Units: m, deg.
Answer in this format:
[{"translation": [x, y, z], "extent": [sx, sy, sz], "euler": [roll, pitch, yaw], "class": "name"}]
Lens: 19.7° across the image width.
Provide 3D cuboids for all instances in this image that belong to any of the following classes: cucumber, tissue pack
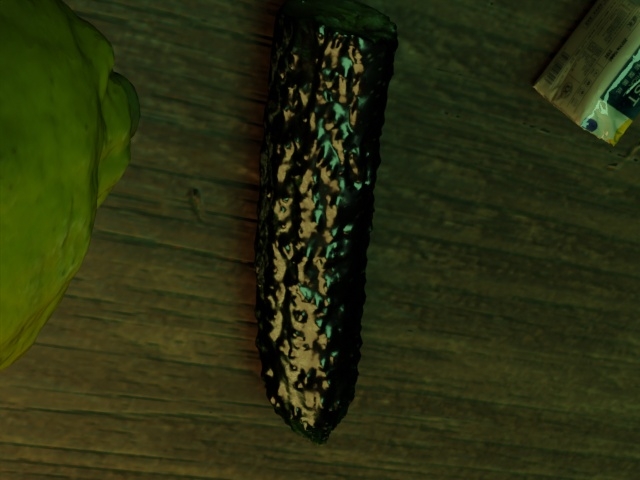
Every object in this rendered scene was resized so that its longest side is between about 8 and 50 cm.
[{"translation": [-0.002, 0.000, 1.052], "extent": [0.072, 0.072, 0.300], "euler": [-10, 124, -24], "class": "cucumber"}, {"translation": [0.174, -0.105, 1.086], "extent": [0.042, 0.062, 0.083], "euler": [28, 103, -34], "class": "tissue pack"}]

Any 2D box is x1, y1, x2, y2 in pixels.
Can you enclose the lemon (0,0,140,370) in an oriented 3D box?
[{"translation": [-0.245, -0.029, 0.781], "extent": [0.285, 0.285, 0.316], "euler": [-57, 155, 13], "class": "lemon"}]
